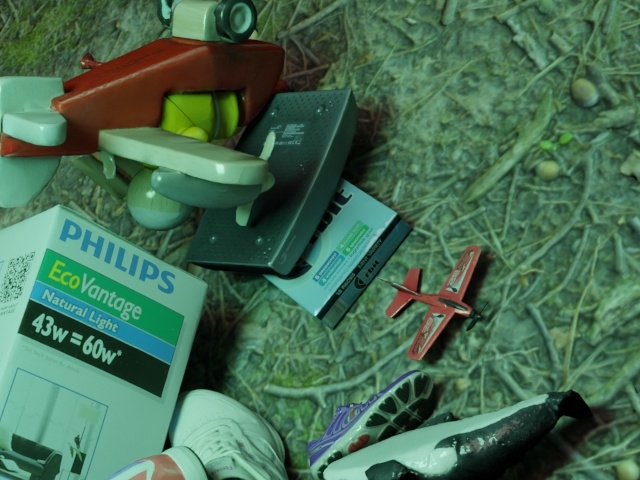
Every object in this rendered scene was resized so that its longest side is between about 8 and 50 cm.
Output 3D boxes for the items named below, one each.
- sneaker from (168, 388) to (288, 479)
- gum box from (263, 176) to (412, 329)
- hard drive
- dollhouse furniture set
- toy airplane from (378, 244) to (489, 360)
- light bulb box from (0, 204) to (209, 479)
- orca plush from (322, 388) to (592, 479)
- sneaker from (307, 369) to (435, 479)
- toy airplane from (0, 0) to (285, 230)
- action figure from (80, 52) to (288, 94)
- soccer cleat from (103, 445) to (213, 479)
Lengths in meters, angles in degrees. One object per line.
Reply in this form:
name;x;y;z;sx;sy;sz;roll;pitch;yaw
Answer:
sneaker;-0.091;0.250;1.422;0.114;0.152;0.305;-38;46;-5
gum box;0.000;0.000;1.600;0.157;0.041;0.184;-52;45;-3
hard drive;-0.053;-0.071;1.618;0.172;0.054;0.255;2;60;44
dollhouse furniture set;-0.306;-0.158;1.881;0.144;0.123;0.151;-26;49;22
toy airplane;0.124;0.069;1.468;0.151;0.028;0.151;-20;50;26
light bulb box;-0.358;0.193;1.561;0.358;0.225;0.361;-17;51;48
orca plush;0.145;0.236;1.327;0.287;0.102;0.151;-24;4;10
sneaker;0.048;0.192;1.420;0.170;0.068;0.071;-39;40;10
toy airplane;-0.232;-0.122;1.580;0.384;0.272;0.386;-9;29;5
action figure;-0.181;-0.222;1.825;0.280;0.139;0.091;3;103;3
soccer cleat;-0.181;0.362;1.343;0.108;0.116;0.318;34;126;47
